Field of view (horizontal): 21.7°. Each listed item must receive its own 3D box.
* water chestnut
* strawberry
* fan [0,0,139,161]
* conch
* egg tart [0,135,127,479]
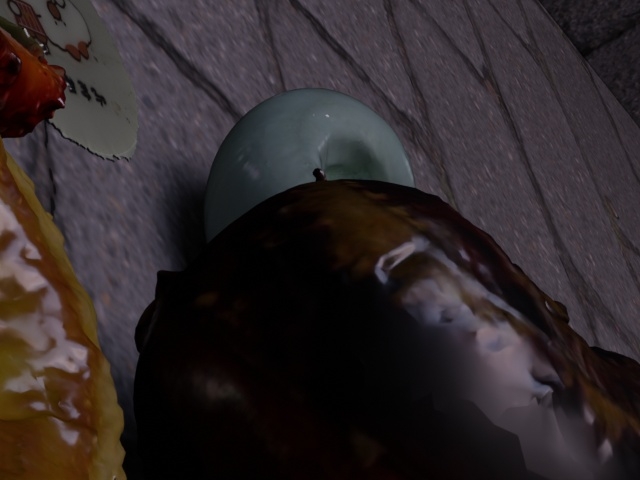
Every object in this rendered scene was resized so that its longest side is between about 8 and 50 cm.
[{"bbox_3d":[0.026,0.127,0.786,0.300,0.300,0.300,50,20,-25],"label":"water chestnut"},{"bbox_3d":[-0.186,-0.099,0.756,0.146,0.082,0.187,37,-2,8],"label":"strawberry"},{"bbox_3d":[-0.195,-0.193,1.050,0.190,0.009,0.329,21,41,-61],"label":"fan"},{"bbox_3d":[-0.004,0.002,1.061,0.185,0.121,0.221,56,25,-9],"label":"conch"},{"bbox_3d":[-0.190,0.010,0.547,0.319,0.128,0.319,53,17,-24],"label":"egg tart"}]
